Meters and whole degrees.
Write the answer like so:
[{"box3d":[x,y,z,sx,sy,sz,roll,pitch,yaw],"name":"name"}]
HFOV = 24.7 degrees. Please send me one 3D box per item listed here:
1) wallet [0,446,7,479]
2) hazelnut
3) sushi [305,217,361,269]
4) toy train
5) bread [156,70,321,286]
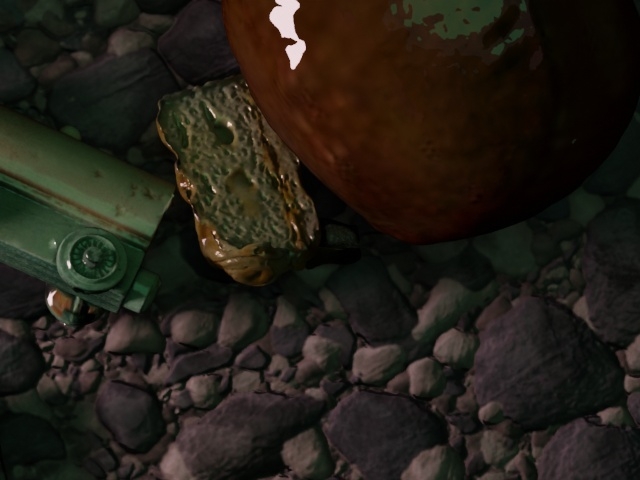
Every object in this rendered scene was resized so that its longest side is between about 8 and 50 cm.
[{"box3d":[-0.450,0.231,1.342,0.317,0.044,0.169,-10,84,-12],"name":"wallet"},{"box3d":[0.116,-0.210,1.399,0.421,0.353,0.421,8,51,-10],"name":"hazelnut"},{"box3d":[0.000,0.000,1.488,0.083,0.044,0.046,4,56,-12],"name":"sushi"},{"box3d":[-0.274,-0.038,1.408,0.285,0.116,0.177,24,62,-4],"name":"toy train"},{"box3d":[-0.084,-0.059,1.446,0.128,0.088,0.232,-11,64,-25],"name":"bread"}]
